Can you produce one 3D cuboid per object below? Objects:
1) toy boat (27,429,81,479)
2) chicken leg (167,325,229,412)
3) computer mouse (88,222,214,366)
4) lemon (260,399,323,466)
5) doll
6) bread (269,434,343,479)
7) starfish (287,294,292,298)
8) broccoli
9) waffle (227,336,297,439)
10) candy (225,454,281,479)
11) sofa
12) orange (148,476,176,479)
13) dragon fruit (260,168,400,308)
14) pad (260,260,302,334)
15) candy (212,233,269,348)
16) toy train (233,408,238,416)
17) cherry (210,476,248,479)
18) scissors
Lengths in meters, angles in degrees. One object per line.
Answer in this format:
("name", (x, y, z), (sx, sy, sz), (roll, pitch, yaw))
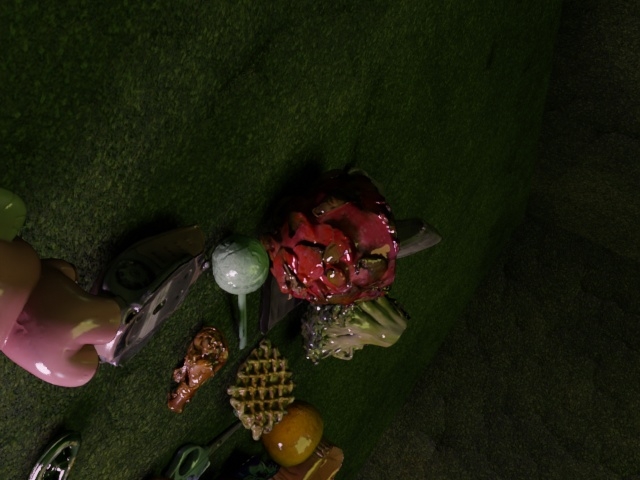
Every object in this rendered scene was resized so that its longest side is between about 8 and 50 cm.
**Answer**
("toy boat", (-0.484, 0.425, 1.469), (0.104, 0.052, 0.210), (4, 113, -64))
("chicken leg", (-0.263, 0.279, 1.746), (0.207, 0.085, 0.101), (-59, -167, 11))
("computer mouse", (-0.292, 0.066, 1.402), (0.199, 0.115, 0.389), (-57, 176, 34))
("lemon", (-0.080, 0.544, 2.352), (0.207, 0.170, 0.170), (-48, 154, -33))
("doll", (-0.412, 0.073, 1.005), (0.284, 0.216, 0.268), (-62, 152, 6))
("bread", (-0.071, 0.732, 2.610), (0.288, 0.156, 0.204), (-56, 149, -9))
("starfish", (-0.061, 0.105, 2.021), (0.086, 0.016, 0.092), (-14, 132, -61))
("broccoli", (0.078, 0.178, 2.215), (0.324, 0.272, 0.334), (-29, -169, 39))
("waffle", (-0.143, 0.370, 2.066), (0.223, 0.054, 0.204), (-54, 125, -39))
("candy", (-0.197, 0.663, 2.344), (0.145, 0.070, 0.275), (-40, 157, 0))
("sofa", (0.174, -0.077, 2.074), (0.176, 0.225, 0.210), (-23, 163, 16))
("orange", (-0.364, 0.603, 1.831), (0.159, 0.136, 0.158), (16, 90, -84))
("dragon fruit", (0.000, 0.000, 1.814), (0.263, 0.296, 0.314), (-15, 144, -15))
("pad", (-0.090, 0.106, 2.008), (0.174, 0.022, 0.233), (-41, 149, -39))
("candy", (-0.168, 0.129, 1.786), (0.119, 0.119, 0.440), (-50, 162, -27))
("toy train", (-0.180, 0.421, 2.136), (0.087, 0.050, 0.138), (-61, 158, 7))
("cherry", (-0.255, 0.716, 2.083), (0.203, 0.230, 0.300), (62, 37, -23))
("scissors", (-0.275, 0.529, 2.081), (0.360, 0.029, 0.191), (-31, 142, -51))
